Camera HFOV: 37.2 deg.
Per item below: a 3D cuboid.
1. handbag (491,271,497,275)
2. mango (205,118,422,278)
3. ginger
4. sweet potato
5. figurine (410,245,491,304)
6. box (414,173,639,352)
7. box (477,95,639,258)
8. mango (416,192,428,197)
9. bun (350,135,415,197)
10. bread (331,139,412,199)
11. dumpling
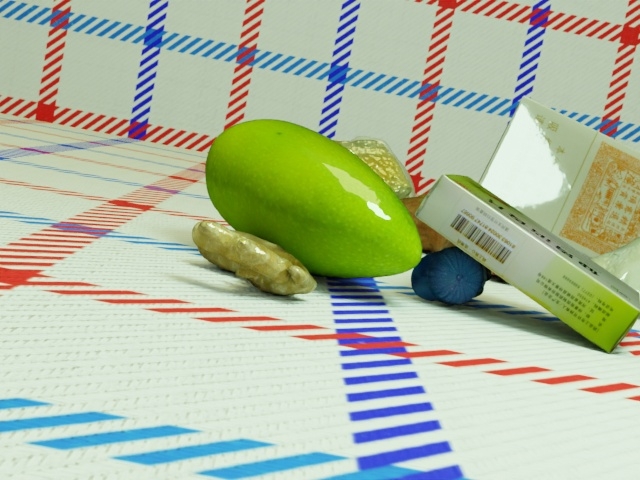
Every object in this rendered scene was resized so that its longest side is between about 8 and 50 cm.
[{"bbox_3d":[0.305,0.031,1.487,0.127,0.063,0.190,11,4,-8],"label":"handbag"},{"bbox_3d":[-0.007,-0.039,1.128,0.343,0.156,0.192,31,-8,48],"label":"mango"},{"bbox_3d":[-0.074,0.021,1.003,0.176,0.052,0.193,27,1,28],"label":"ginger"},{"bbox_3d":[0.166,-0.026,1.645,0.097,0.097,0.252,6,2,-38],"label":"sweet potato"},{"bbox_3d":[0.170,0.049,1.135,0.079,0.077,0.136,34,10,36],"label":"figurine"},{"bbox_3d":[0.245,0.018,1.106,0.260,0.062,0.175,37,13,12],"label":"box"},{"bbox_3d":[0.438,-0.060,1.498,0.365,0.204,0.051,27,-16,4],"label":"box"},{"bbox_3d":[0.233,-0.026,1.771,0.159,0.084,0.105,30,-12,-9],"label":"mango"},{"bbox_3d":[0.107,-0.158,2.251,0.263,0.175,0.263,13,7,-2],"label":"bun"},{"bbox_3d":[0.038,-0.116,1.875,0.204,0.162,0.262,-5,0,-29],"label":"bread"},{"bbox_3d":[0.492,0.064,1.352,0.216,0.126,0.166,23,30,-17],"label":"dumpling"}]
